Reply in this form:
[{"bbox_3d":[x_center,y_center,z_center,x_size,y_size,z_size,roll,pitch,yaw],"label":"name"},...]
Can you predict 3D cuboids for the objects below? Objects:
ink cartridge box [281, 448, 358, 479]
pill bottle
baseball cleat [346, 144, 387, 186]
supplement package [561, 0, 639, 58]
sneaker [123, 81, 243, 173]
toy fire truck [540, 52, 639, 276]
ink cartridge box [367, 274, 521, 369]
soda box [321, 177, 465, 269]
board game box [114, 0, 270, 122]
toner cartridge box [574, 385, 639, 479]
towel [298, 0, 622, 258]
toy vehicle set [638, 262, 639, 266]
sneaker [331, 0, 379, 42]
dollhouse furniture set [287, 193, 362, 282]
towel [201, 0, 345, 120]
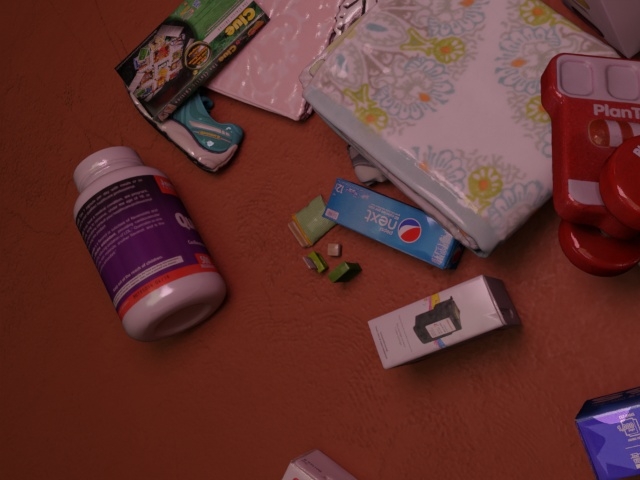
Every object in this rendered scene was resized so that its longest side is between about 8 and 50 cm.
[{"bbox_3d":[-0.012,0.457,0.982,0.154,0.093,0.213,29,101,24],"label":"ink cartridge box"},{"bbox_3d":[-0.307,0.000,1.112,0.181,0.181,0.323,-37,71,19],"label":"pill bottle"},{"bbox_3d":[0.132,-0.154,0.957,0.205,0.072,0.110,-20,98,24],"label":"baseball cleat"},{"bbox_3d":[0.357,-0.379,0.723,0.204,0.261,0.145,-41,50,17],"label":"supplement package"},{"bbox_3d":[-0.250,-0.230,1.165,0.275,0.107,0.110,40,84,18],"label":"sneaker"},{"bbox_3d":[0.407,-0.097,0.723,0.302,0.169,0.254,5,68,4],"label":"toy fire truck"},{"bbox_3d":[0.175,0.114,0.895,0.175,0.127,0.072,-26,73,22],"label":"ink cartridge box"},{"bbox_3d":[0.113,-0.026,0.966,0.210,0.071,0.067,25,98,26],"label":"soda box"},{"bbox_3d":[-0.222,-0.335,1.097,0.259,0.030,0.136,-41,68,7],"label":"board game box"},{"bbox_3d":[0.476,0.180,0.719,0.347,0.165,0.075,-23,76,23],"label":"toner cartridge box"},{"bbox_3d":[0.194,-0.206,0.875,0.320,0.090,0.374,-45,71,-2],"label":"towel"},{"bbox_3d":[0.464,-0.032,0.812,0.166,0.035,0.267,-41,70,18],"label":"toy vehicle set"},{"bbox_3d":[0.094,-0.365,0.997,0.106,0.078,0.234,22,94,28],"label":"sneaker"},{"bbox_3d":[0.000,0.000,1.028,0.076,0.058,0.152,-40,70,18],"label":"dollhouse furniture set"},{"bbox_3d":[-0.093,-0.401,1.108,0.316,0.053,0.332,26,98,25],"label":"towel"}]
